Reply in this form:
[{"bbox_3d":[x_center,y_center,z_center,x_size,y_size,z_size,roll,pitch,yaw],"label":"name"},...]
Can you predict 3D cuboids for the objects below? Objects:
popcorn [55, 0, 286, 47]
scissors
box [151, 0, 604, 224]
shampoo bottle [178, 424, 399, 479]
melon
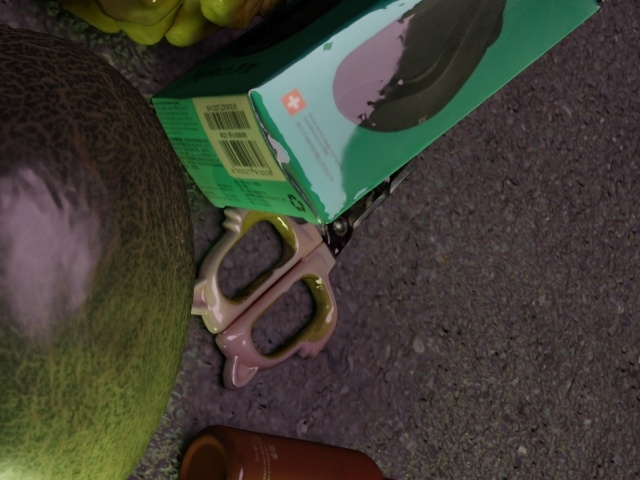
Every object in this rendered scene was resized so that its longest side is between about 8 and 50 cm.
[{"bbox_3d":[-0.093,-0.284,0.829,0.215,0.252,0.286,24,59,7],"label":"popcorn"},{"bbox_3d":[0.000,0.000,1.000,0.317,0.024,0.160,-43,113,-35],"label":"scissors"},{"bbox_3d":[0.041,-0.150,0.889,0.311,0.205,0.118,-38,113,-19],"label":"box"},{"bbox_3d":[-0.003,0.214,0.942,0.244,0.085,0.085,21,72,-39],"label":"shampoo bottle"},{"bbox_3d":[-0.202,0.030,0.681,0.249,0.249,0.329,4,90,-41],"label":"melon"}]
